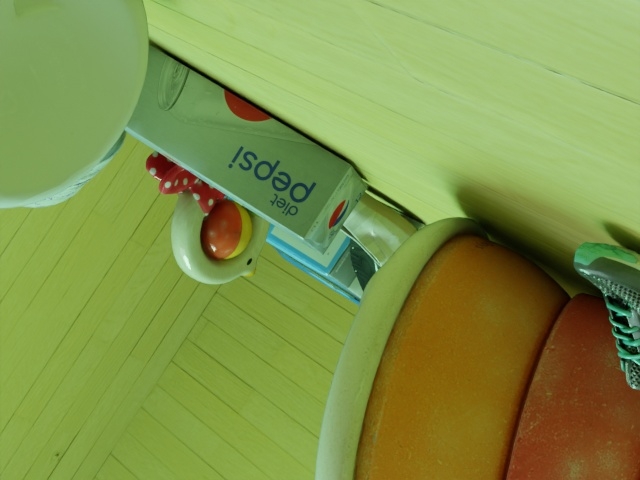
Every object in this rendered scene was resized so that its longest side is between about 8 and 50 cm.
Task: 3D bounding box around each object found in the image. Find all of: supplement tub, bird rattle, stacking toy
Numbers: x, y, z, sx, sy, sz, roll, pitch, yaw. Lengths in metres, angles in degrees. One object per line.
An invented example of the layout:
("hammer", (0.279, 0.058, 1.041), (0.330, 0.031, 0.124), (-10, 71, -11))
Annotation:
("supplement tub", (-0.331, -0.192, 0.981), (0.325, 0.235, 0.235), (31, 176, 32))
("bird rattle", (-0.119, -0.044, 1.459), (0.143, 0.207, 0.253), (15, -172, 28))
("stacking toy", (0.263, 0.191, 0.956), (0.479, 0.351, 0.350), (14, 169, 25))

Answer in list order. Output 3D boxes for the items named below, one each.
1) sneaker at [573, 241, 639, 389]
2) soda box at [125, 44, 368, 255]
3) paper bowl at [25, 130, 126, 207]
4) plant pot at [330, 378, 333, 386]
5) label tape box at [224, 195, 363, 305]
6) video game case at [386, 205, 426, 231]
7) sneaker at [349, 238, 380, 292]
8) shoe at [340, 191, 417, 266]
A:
("sneaker", (0.223, 0.062, 0.768), (0.166, 0.076, 0.065), (35, 176, -25))
("soda box", (-0.094, -0.102, 1.272), (0.286, 0.098, 0.091), (33, 178, 19))
("paper bowl", (-0.343, -0.191, 1.313), (0.284, 0.148, 0.284), (36, -150, -26))
("plant pot", (0.193, 0.251, 2.218), (0.275, 0.243, 0.275), (30, -170, -6))
("label tape box", (0.000, 0.000, 1.838), (0.240, 0.106, 0.333), (31, 177, 25))
("video game case", (0.108, -0.015, 1.377), (0.087, 0.011, 0.122), (36, 176, -39))
("sneaker", (0.122, 0.045, 1.634), (0.087, 0.130, 0.228), (37, 154, 57))
("shoe", (0.010, -0.050, 1.323), (0.219, 0.058, 0.076), (37, 177, 18))
